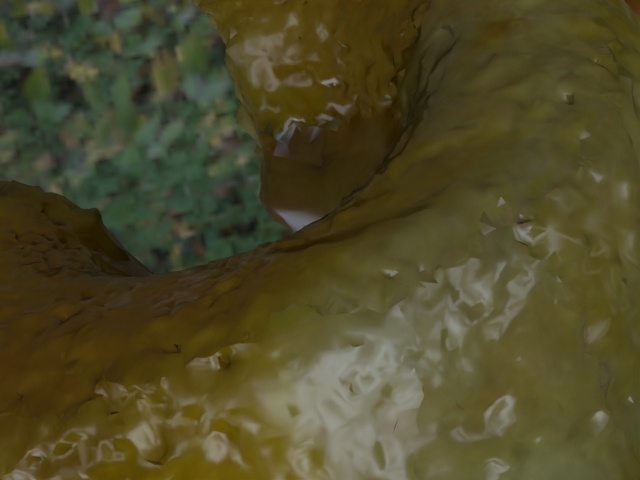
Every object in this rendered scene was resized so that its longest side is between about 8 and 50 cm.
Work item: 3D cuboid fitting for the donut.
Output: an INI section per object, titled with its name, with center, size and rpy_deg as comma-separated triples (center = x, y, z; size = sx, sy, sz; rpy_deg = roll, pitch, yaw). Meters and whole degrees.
[donut]
center = 0.000, 0.000, 0.703
size = 0.377, 0.163, 0.435
rpy_deg = 9, -135, 47

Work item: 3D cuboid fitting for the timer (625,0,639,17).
[timer]
center = 0.230, -0.118, 1.234
size = 0.152, 0.132, 0.132
rpy_deg = -50, 160, -1
